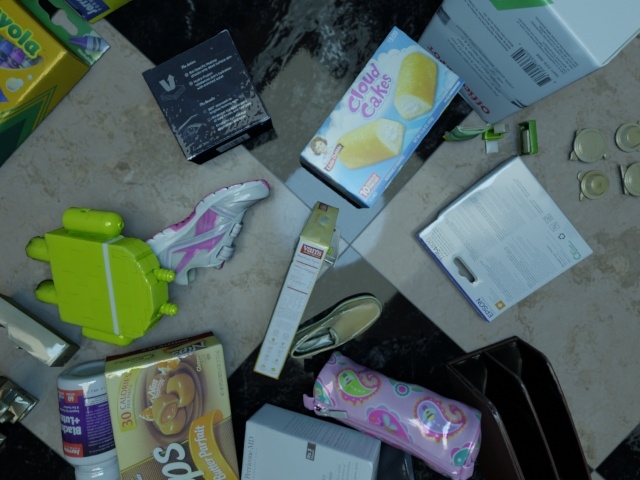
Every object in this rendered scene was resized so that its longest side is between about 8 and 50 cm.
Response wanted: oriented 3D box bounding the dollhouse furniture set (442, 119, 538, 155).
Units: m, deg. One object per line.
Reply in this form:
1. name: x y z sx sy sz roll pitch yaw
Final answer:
1. dollhouse furniture set: 0.301 -0.175 0.744 0.151 0.076 0.059 -6 96 -2

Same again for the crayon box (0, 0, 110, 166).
1. crayon box: -0.554 -0.296 0.704 0.203 0.083 0.323 44 91 -4

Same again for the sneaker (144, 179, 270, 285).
1. sneaker: -0.182 -0.013 0.733 0.252 0.103 0.111 -35 96 9

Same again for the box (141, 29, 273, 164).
1. box: -0.185 -0.237 0.714 0.155 0.093 0.158 -26 95 0

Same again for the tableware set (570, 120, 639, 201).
1. tableware set: 0.549 -0.147 0.782 0.168 0.020 0.141 -8 95 -1

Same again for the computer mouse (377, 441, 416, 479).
1. computer mouse: 0.141 0.471 0.750 0.072 0.188 0.273 -8 85 11

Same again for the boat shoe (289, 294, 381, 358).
1. boat shoe: 0.030 0.165 0.759 0.190 0.072 0.068 -31 94 0

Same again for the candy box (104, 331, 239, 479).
1. candy box: -0.247 0.338 0.717 0.182 0.087 0.317 -9 99 -24

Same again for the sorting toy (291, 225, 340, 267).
1. sorting toy: 0.000 0.000 0.765 0.083 0.045 0.075 24 85 -3

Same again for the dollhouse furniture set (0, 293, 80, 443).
1. dollhouse furniture set: -0.559 0.227 0.681 0.161 0.212 0.242 38 65 -6

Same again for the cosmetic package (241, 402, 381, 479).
1. cosmetic package: -0.018 0.382 0.729 0.230 0.085 0.118 7 96 18

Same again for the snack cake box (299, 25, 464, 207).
1. snack cake box: 0.100 -0.204 0.729 0.152 0.089 0.264 36 92 -5

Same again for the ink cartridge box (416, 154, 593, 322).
1. ink cartridge box: 0.328 0.001 0.765 0.224 0.045 0.223 -38 94 12

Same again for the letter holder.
1. letter holder: 0.361 0.355 0.712 0.151 0.214 0.302 -20 94 0

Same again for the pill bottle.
1. pill bottle: -0.394 0.320 0.737 0.108 0.108 0.194 -4 94 -2

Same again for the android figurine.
1. android figurine: -0.365 0.069 0.707 0.272 0.056 0.249 6 110 14

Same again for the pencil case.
1. pencil case: 0.118 0.287 0.697 0.284 0.124 0.124 16 94 24

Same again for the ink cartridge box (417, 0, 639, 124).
1. ink cartridge box: 0.292 -0.320 0.629 0.121 0.289 0.211 -44 94 -1

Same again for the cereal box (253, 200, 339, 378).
1. cereal box: -0.036 0.072 0.667 0.047 0.173 0.240 20 112 -1

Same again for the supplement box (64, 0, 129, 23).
1. supplement box: -0.412 -0.574 0.634 0.195 0.194 0.357 -30 95 0
